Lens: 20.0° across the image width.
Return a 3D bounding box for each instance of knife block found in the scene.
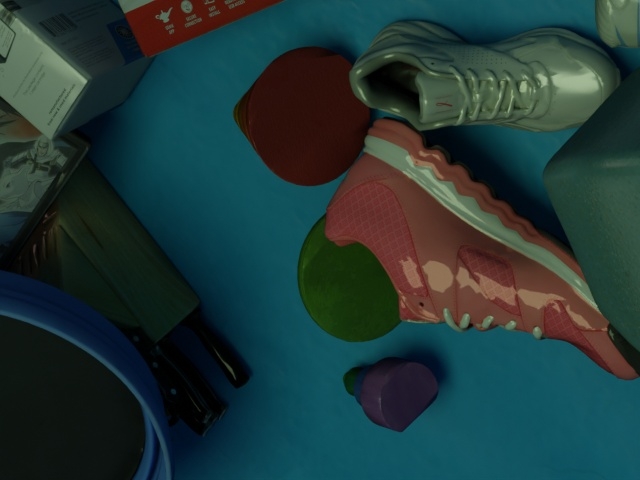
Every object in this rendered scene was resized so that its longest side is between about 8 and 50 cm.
[{"bbox_3d":[-0.181,0.059,1.772,0.088,0.242,0.275,-36,48,34],"label":"knife block"}]

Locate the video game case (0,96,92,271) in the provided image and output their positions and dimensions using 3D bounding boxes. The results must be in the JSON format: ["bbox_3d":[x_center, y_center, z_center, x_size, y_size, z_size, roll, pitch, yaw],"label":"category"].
[{"bbox_3d":[-0.389,-0.062,1.646,0.275,0.035,0.248,33,98,-15],"label":"video game case"}]

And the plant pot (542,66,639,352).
[{"bbox_3d":[0.316,-0.030,1.343,0.252,0.247,0.248,2,128,46],"label":"plant pot"}]

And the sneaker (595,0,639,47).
[{"bbox_3d":[0.243,-0.266,1.393,0.086,0.085,0.237,-8,107,4],"label":"sneaker"}]

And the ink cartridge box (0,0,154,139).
[{"bbox_3d":[-0.261,-0.195,1.646,0.191,0.139,0.082,40,119,7],"label":"ink cartridge box"}]

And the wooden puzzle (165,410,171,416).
[{"bbox_3d":[-0.186,0.135,1.840,0.078,0.014,0.116,-33,95,31],"label":"wooden puzzle"}]

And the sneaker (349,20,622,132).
[{"bbox_3d":[0.129,-0.121,1.490,0.232,0.115,0.090,5,115,26],"label":"sneaker"}]

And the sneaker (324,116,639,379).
[{"bbox_3d":[0.137,0.035,1.535,0.314,0.116,0.136,39,93,16],"label":"sneaker"}]

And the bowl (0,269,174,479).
[{"bbox_3d":[-0.327,0.184,1.671,0.391,0.077,0.391,1,127,1],"label":"bowl"}]

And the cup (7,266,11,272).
[{"bbox_3d":[-0.452,0.080,1.820,0.331,0.237,0.331,12,118,23],"label":"cup"}]

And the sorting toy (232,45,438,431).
[{"bbox_3d":[0.000,0.000,1.645,0.126,0.127,0.365,10,124,57],"label":"sorting toy"}]

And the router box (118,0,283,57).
[{"bbox_3d":[-0.068,-0.348,1.510,0.335,0.082,0.301,-19,103,33],"label":"router box"}]
